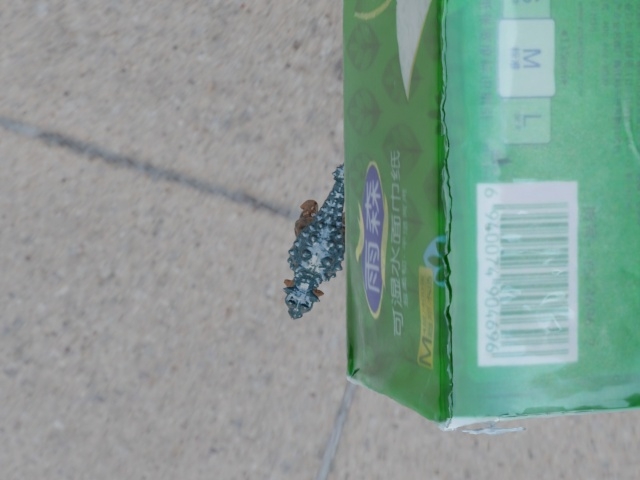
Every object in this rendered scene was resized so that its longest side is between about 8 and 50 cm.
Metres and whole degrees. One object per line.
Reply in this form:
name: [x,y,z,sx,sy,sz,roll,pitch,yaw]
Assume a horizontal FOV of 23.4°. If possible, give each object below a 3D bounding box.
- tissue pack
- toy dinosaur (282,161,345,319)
tissue pack: [0.079,-0.058,0.501,0.148,0.156,0.209,-3,95,-15]
toy dinosaur: [0.000,0.000,1.227,0.049,0.055,0.154,20,123,0]
